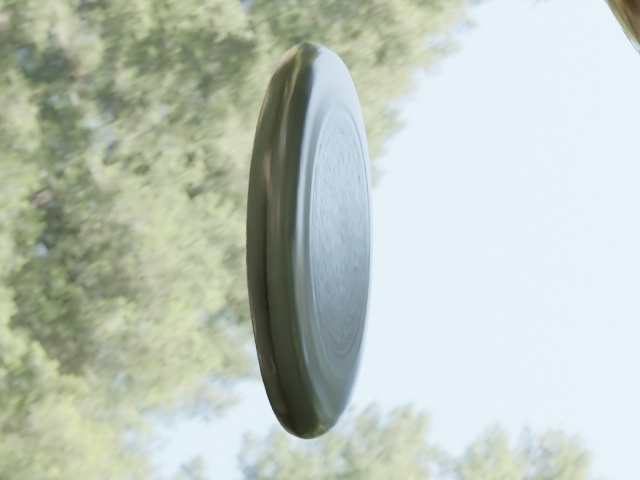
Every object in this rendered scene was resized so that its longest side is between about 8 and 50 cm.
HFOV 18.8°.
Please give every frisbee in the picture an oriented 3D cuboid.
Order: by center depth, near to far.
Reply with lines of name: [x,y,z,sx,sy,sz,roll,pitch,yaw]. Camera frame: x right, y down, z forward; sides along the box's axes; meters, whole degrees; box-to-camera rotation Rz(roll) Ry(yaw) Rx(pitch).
frisbee: [0.000,0.000,0.533,0.014,0.110,0.110,1,-74,14]

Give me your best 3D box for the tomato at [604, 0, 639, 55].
tomato: [0.230,-0.150,0.544,0.290,0.293,0.325,52,-29,-12]
